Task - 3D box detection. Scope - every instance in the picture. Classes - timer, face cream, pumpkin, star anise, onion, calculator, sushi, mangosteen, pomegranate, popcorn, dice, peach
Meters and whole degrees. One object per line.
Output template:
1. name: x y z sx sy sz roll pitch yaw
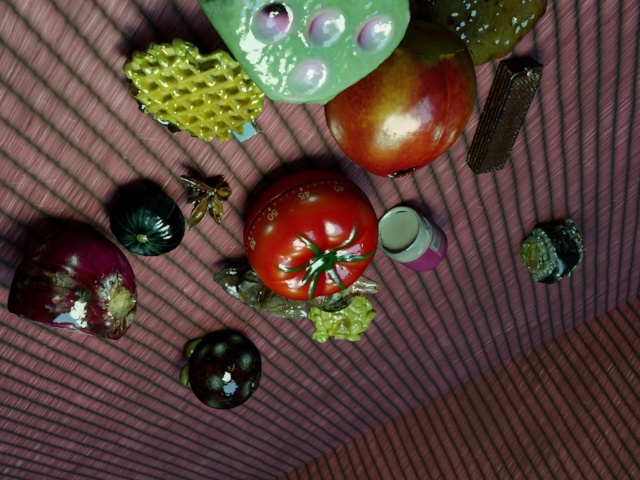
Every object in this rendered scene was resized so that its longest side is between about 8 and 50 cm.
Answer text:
1. timer: -0.027 -0.019 1.758 0.378 0.279 0.378 -15 140 -13
2. face cream: 0.298 -0.004 2.052 0.175 0.175 0.195 -38 141 18
3. pumpkin: -0.439 -0.045 1.597 0.194 0.150 0.194 -12 132 -14
4. star anise: -0.296 -0.097 1.634 0.212 0.053 0.157 -11 116 -59
5. onion: -0.613 0.105 1.602 0.282 0.260 0.337 5 166 27
6. calculator: -0.210 -0.301 1.513 0.057 0.018 0.172 -27 144 6
7. sushi: 0.916 0.043 2.442 0.219 0.225 0.238 -13 176 -30
8. star anise: -0.178 0.158 1.942 0.332 0.332 0.117 39 75 -51
9. mangosteen: -0.346 0.450 2.202 0.288 0.288 0.288 -16 143 -12
10. pomegranate: 0.072 0.136 2.054 0.248 0.214 0.214 5 148 17
11. popcorn: 0.074 0.266 2.223 0.235 0.216 0.181 18 169 -10
12. dice: -0.046 -0.465 1.140 0.318 0.322 0.330 -31 146 9
13. peach: 0.181 -0.320 1.443 0.370 0.370 0.370 -16 143 -12

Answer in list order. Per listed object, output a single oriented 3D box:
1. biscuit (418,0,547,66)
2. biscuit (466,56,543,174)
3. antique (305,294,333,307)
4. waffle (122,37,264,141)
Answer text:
1. biscuit: 0.393 -0.564 1.504 0.359 0.046 0.359 -15 144 -12
2. biscuit: 0.527 -0.355 1.826 0.107 0.073 0.388 -14 144 -17
3. antique: -0.010 0.155 1.918 0.104 0.104 0.104 -16 143 -12
4. waffle: -0.272 -0.316 1.357 0.312 0.060 0.307 14 151 -26
